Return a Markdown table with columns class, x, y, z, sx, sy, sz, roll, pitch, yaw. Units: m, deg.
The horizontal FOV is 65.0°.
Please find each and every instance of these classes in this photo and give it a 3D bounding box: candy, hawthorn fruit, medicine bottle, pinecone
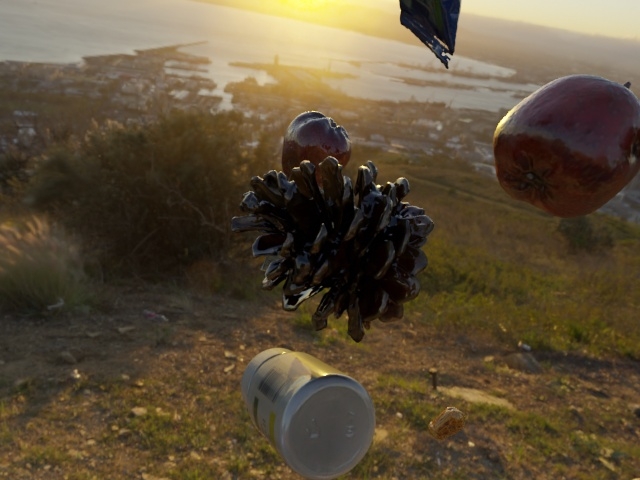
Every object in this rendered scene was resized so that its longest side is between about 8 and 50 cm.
| class | x | y | z | sx | sy | sz | roll | pitch | yaw |
| --- | --- | --- | --- | --- | --- | --- | --- | --- | --- |
| candy | 0.173 | -0.462 | 0.794 | 0.077 | 0.331 | 0.187 | -20 | 50 | -7 |
| hawthorn fruit | 0.503 | -0.197 | 1.002 | 0.275 | 0.299 | 0.275 | 41 | 8 | -7 |
| medicine bottle | -0.048 | 0.359 | 1.109 | 0.208 | 0.208 | 0.340 | -3 | 1 | -24 |
| hawthorn fruit | -0.027 | -0.257 | 1.546 | 0.224 | 0.260 | 0.224 | 28 | 13 | -7 |
| pinecone | 0.000 | 0.000 | 0.988 | 0.385 | 0.384 | 0.384 | 8 | 25 | -4 |

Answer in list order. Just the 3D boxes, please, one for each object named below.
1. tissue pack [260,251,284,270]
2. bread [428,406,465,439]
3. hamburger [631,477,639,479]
| class | x | y | z | sx | sy | sz | roll | pitch | yaw |
| --- | --- | --- | --- | --- | --- | --- | --- | --- | --- |
| tissue pack | -0.078 | 0.044 | 1.283 | 0.026 | 0.122 | 0.193 | 25 | -5 | 34 |
| bread | 0.350 | 0.507 | 1.387 | 0.083 | 0.110 | 0.044 | 31 | 20 | -31 |
| hamburger | 0.594 | 0.560 | 0.866 | 0.260 | 0.283 | 0.144 | 21 | 20 | -8 |
